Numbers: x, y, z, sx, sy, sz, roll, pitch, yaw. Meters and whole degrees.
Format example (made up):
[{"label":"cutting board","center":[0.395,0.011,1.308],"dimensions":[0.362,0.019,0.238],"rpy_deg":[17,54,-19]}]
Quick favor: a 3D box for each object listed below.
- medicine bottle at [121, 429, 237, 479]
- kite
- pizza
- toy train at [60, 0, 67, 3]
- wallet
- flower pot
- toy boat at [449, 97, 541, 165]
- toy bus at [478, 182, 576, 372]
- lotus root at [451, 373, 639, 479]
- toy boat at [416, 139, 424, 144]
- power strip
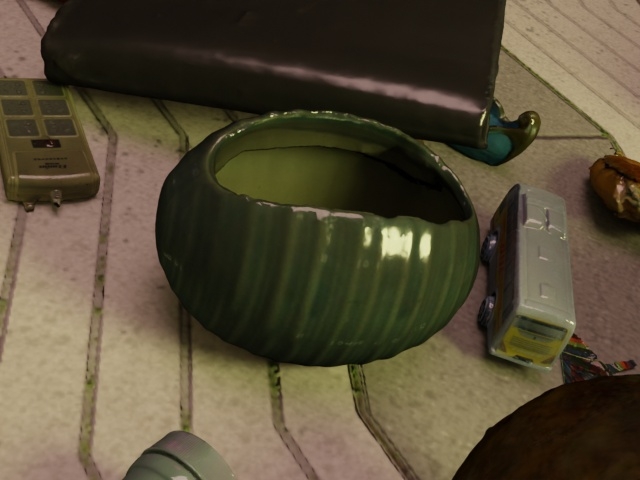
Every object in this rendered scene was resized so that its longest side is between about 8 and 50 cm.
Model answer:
[{"label":"medicine bottle","center":[-0.132,0.182,0.427],"dimensions":[0.090,0.090,0.216],"rpy_deg":[36,42,19]},{"label":"kite","center":[0.233,0.112,0.720],"dimensions":[0.090,0.004,0.122],"rpy_deg":[-14,50,-33]},{"label":"pizza","center":[0.385,-0.037,0.909],"dimensions":[0.226,0.069,0.147],"rpy_deg":[8,19,-18]},{"label":"toy train","center":[-0.282,-0.300,0.938],"dimensions":[0.176,0.074,0.118],"rpy_deg":[25,50,0]},{"label":"wallet","center":[-0.033,-0.197,0.814],"dimensions":[0.406,0.062,0.228],"rpy_deg":[10,46,6]},{"label":"flower pot","center":[0.000,0.000,0.636],"dimensions":[0.243,0.157,0.189],"rpy_deg":[5,40,-15]},{"label":"toy boat","center":[0.159,-0.152,0.933],"dimensions":[0.075,0.077,0.185],"rpy_deg":[-15,51,-36]},{"label":"toy bus","center":[0.178,0.025,0.741],"dimensions":[0.064,0.075,0.190],"rpy_deg":[17,41,-1]},{"label":"lotus root","center":[0.123,0.203,0.409],"dimensions":[0.142,0.210,0.314],"rpy_deg":[3,23,2]},{"label":"toy boat","center":[0.039,-0.100,0.817],"dimensions":[0.088,0.089,0.229],"rpy_deg":[0,43,-42]},{"label":"power strip","center":[-0.241,-0.087,0.739],"dimensions":[0.076,0.028,0.169],"rpy_deg":[-5,45,-28]}]
